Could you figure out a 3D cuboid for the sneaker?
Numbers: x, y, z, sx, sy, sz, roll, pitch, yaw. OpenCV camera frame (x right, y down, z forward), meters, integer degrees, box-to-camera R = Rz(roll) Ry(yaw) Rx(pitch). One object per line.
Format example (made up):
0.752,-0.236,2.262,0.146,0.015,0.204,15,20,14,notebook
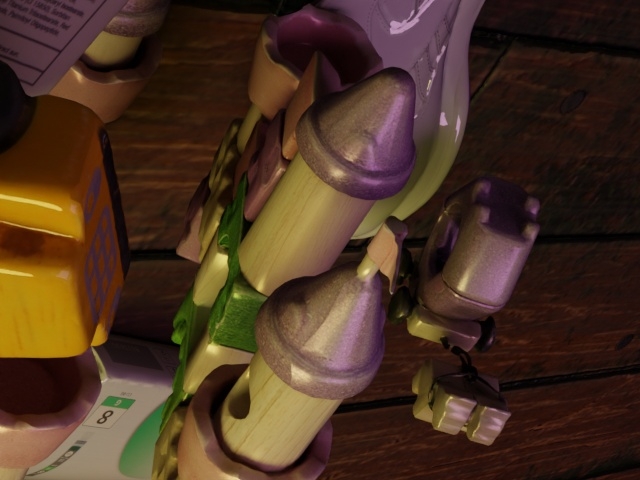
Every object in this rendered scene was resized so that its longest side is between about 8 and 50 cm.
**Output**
0.022,-0.127,0.928,0.152,0.114,0.305,-5,133,-28,sneaker

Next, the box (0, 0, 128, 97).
-0.114,-0.189,0.632,0.232,0.127,0.148,-46,150,15,box

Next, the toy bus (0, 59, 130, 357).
-0.245,-0.003,0.598,0.333,0.130,0.108,9,146,6,toy bus

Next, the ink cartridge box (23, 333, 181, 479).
-0.175,0.162,1.163,0.224,0.056,0.181,-48,150,15,ink cartridge box

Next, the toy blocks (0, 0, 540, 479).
0.000,0.000,0.777,0.309,0.288,0.260,18,134,-15,toy blocks

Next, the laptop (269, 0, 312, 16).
0.055,-0.253,0.626,0.264,0.136,0.234,-37,163,-37,laptop
